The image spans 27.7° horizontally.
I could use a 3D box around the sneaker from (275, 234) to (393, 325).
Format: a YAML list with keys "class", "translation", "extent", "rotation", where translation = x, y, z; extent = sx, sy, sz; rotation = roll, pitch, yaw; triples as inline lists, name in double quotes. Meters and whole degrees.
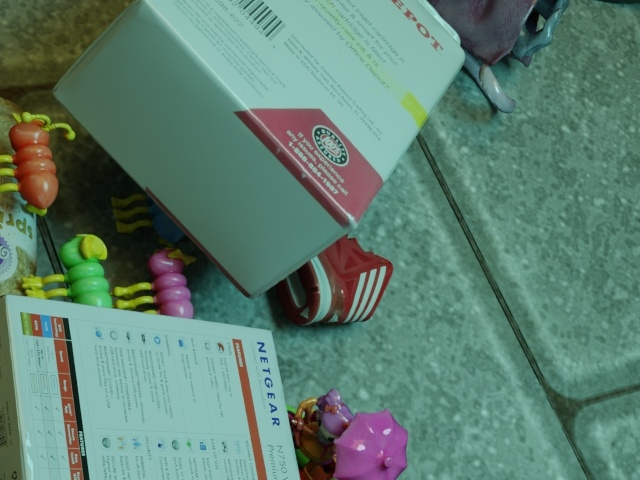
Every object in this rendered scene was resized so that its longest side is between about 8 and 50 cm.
- class: "sneaker"
  translation: [0.000, 0.000, 1.415]
  extent: [0.128, 0.087, 0.221]
  rotation: [11, 54, -39]

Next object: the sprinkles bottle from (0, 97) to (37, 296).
- class: "sprinkles bottle"
  translation: [-0.319, 0.036, 1.188]
  extent: [0.121, 0.121, 0.355]
  rotation: [5, 56, -23]

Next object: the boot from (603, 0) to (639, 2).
- class: "boot"
  translation: [0.361, -0.428, 1.856]
  extent: [0.305, 0.112, 0.115]
  rotation: [14, 43, -15]

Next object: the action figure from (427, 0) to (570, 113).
- class: "action figure"
  translation: [0.138, -0.351, 1.680]
  extent: [0.370, 0.248, 0.276]
  rotation: [25, 93, 6]

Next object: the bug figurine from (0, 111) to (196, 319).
- class: "bug figurine"
  translation: [-0.196, -0.010, 1.232]
  extent: [0.279, 0.072, 0.216]
  rotation: [15, 54, -57]

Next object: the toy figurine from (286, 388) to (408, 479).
- class: "toy figurine"
  translation: [0.016, 0.195, 1.222]
  extent: [0.130, 0.159, 0.173]
  rotation: [-20, 69, -35]

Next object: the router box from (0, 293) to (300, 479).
- class: "router box"
  translation: [-0.142, 0.228, 1.081]
  extent: [0.301, 0.082, 0.335]
  rotation: [13, 58, -46]

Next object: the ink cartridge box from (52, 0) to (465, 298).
- class: "ink cartridge box"
  translation: [-0.041, -0.169, 1.312]
  extent: [0.279, 0.160, 0.385]
  rotation: [46, 38, -8]
